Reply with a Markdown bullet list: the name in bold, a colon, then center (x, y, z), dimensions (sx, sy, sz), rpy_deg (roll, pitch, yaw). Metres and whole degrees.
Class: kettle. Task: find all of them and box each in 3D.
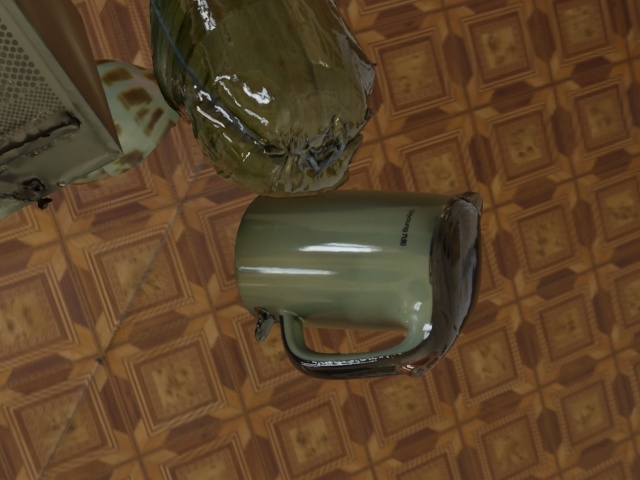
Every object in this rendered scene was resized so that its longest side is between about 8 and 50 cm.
- **kettle**: center (0.044, 0.047, 0.868), dimensions (0.165, 0.255, 0.240), rpy_deg (55, 45, -49)

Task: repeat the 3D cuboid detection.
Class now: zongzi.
- **zongzi**: center (-0.064, -0.099, 0.602), dimensions (0.125, 0.274, 0.250), rpy_deg (-7, 60, -23)

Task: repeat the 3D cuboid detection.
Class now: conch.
- **conch**: center (-0.437, -0.215, 1.477), dimensions (0.368, 0.249, 0.197), rpy_deg (-48, 138, 16)

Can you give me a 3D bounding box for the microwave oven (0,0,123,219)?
- **microwave oven**: center (-0.461, -0.142, 0.754), dimensions (0.432, 0.374, 0.236), rpy_deg (-28, 138, -1)
